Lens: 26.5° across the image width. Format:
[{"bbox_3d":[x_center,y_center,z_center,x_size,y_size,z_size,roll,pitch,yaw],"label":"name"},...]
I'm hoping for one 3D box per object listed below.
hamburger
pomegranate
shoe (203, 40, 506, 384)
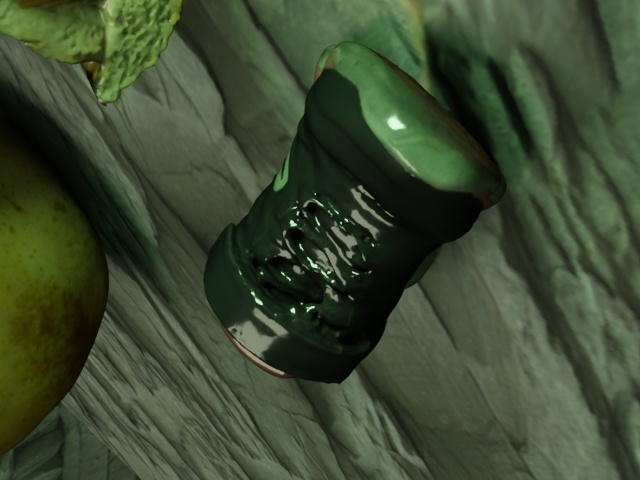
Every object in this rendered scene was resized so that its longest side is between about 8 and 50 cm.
[{"bbox_3d":[-0.154,-0.184,0.698,0.207,0.135,0.155,40,-176,-35],"label":"hamburger"},{"bbox_3d":[-0.409,0.027,1.300,0.416,0.416,0.417,39,162,16],"label":"pomegranate"},{"bbox_3d":[0.000,0.000,0.701,0.114,0.137,0.291,42,161,6],"label":"shoe"}]
